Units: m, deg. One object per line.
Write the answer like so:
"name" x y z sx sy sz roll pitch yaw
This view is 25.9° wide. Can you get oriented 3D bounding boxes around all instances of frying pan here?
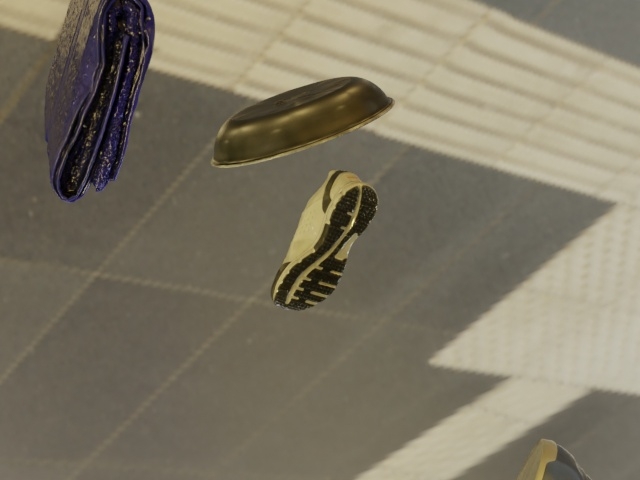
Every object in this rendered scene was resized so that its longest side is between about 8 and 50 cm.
"frying pan" -0.023 -0.137 1.474 0.197 0.326 0.053 -18 104 3

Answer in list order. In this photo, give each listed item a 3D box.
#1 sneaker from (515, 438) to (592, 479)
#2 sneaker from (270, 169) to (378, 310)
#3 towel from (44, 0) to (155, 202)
"sneaker" 0.175 0.314 0.949 0.182 0.315 0.127 22 179 7
"sneaker" 0.000 0.000 0.951 0.040 0.043 0.109 25 108 -33
"towel" -0.230 -0.189 1.475 0.076 0.308 0.227 15 109 -18
